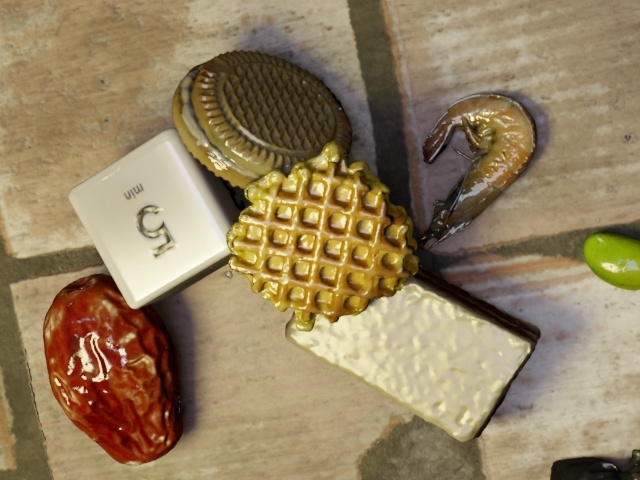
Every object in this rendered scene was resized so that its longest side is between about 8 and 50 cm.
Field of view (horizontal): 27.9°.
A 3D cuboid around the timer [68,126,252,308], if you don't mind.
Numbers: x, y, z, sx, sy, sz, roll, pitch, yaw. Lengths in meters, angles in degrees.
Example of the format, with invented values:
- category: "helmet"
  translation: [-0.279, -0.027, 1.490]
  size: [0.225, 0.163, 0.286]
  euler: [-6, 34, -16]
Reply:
- category: "timer"
  translation: [-0.213, -0.036, 1.865]
  size: [0.194, 0.192, 0.195]
  euler: [-29, 88, 14]

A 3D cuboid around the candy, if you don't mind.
- category: "candy"
  translation: [0.131, 0.134, 1.833]
  size: [0.320, 0.135, 0.179]
  euler: [29, 101, 11]

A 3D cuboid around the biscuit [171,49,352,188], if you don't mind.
- category: "biscuit"
  translation: [-0.079, -0.168, 1.808]
  size: [0.259, 0.259, 0.079]
  euler: [41, 131, 7]

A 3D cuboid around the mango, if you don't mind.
- category: "mango"
  translation: [0.416, 0.026, 1.796]
  size: [0.108, 0.056, 0.073]
  euler: [32, 98, 21]

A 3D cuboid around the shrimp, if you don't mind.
- category: "shrimp"
  translation: [0.202, -0.100, 1.841]
  size: [0.143, 0.052, 0.251]
  euler: [41, 95, 17]

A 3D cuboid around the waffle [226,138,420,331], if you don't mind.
- category: "waffle"
  translation: [0.000, 0.000, 1.729]
  size: [0.238, 0.059, 0.243]
  euler: [-36, 101, 16]

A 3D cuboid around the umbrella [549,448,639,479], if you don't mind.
- category: "umbrella"
  translation: [0.417, 0.352, 1.804]
  size: [0.272, 0.110, 0.122]
  euler: [-20, 91, 19]

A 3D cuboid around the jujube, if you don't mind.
- category: "jujube"
  translation: [-0.300, 0.191, 1.914]
  size: [0.197, 0.197, 0.290]
  euler: [-16, 107, 14]
